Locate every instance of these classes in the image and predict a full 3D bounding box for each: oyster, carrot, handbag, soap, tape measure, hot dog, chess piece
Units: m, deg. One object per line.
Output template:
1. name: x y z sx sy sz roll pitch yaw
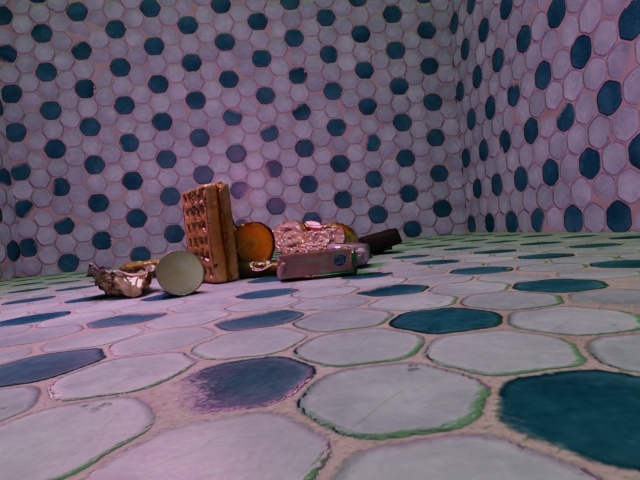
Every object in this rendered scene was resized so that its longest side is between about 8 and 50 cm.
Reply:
1. oyster: -0.686 0.139 1.426 0.238 0.114 0.352 4 0 -37
2. carrot: -0.317 0.026 1.786 0.225 0.223 0.341 -6 -6 -21
3. handbag: 0.276 0.020 2.248 0.286 0.113 0.257 -16 2 -37
4. soap: -0.018 0.077 1.407 0.274 0.097 0.218 -5 2 -3
5. tape measure: 0.110 0.062 1.609 0.179 0.104 0.196 2 5 14
6. carrot: -0.180 0.106 1.554 0.343 0.070 0.070 -4 2 14
7. hot dog: 0.000 0.000 1.972 0.368 0.195 0.365 1 -10 22
8. chess piece: -0.479 0.114 1.348 0.145 0.144 0.251 -6 -5 -26

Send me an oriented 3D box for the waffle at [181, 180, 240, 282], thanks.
1. waffle: -0.434 -0.025 1.580 0.114 0.375 0.261 -8 1 -38

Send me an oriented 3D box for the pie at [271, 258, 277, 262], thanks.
1. pie: -0.145 0.102 1.809 0.185 0.052 0.218 -9 -2 25

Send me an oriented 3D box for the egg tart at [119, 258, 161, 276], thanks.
1. egg tart: -0.901 0.149 2.121 0.280 0.094 0.279 -7 -4 0
